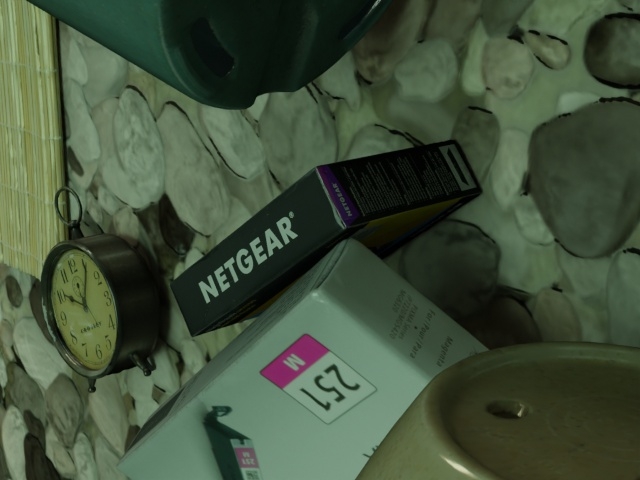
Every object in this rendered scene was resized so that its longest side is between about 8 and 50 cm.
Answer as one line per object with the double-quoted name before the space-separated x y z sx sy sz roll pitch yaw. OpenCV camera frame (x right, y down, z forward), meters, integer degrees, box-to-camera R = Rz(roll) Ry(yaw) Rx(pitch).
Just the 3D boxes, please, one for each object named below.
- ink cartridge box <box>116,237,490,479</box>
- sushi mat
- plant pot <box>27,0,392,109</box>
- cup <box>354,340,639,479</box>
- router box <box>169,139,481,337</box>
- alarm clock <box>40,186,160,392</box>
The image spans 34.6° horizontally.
"ink cartridge box" 0.025 0.153 0.680 0.239 0.060 0.275 40 133 -7
"sushi mat" -0.308 -0.117 1.043 0.151 0.019 0.316 15 111 43
"plant pot" -0.116 -0.267 0.615 0.334 0.341 0.341 38 126 22
"cup" 0.124 0.186 0.471 0.331 0.331 0.236 18 114 41
"router box" 0.000 0.000 0.688 0.179 0.133 0.046 -36 75 44
"alarm clock" -0.208 0.040 0.955 0.129 0.064 0.192 -20 89 46
